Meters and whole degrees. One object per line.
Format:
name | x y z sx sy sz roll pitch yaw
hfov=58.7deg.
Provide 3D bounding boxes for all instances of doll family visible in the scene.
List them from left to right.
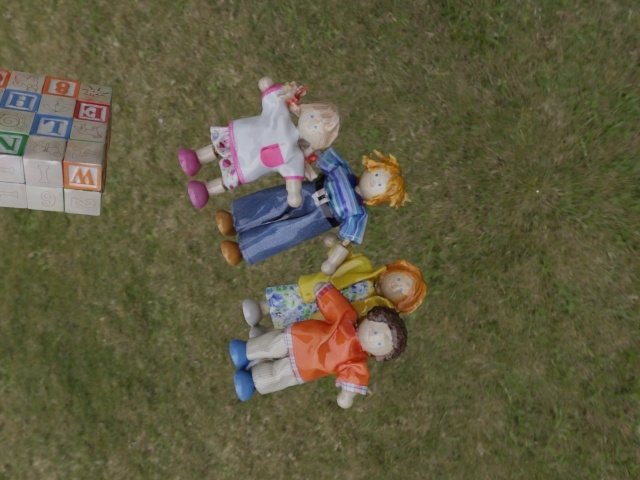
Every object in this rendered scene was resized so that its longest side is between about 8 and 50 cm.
doll family | 0.000 0.000 0.478 0.163 0.118 0.263 -18 83 14

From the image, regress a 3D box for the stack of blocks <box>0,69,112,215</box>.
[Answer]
stack of blocks | -0.424 -0.134 0.715 0.087 0.296 0.171 114 154 -43
